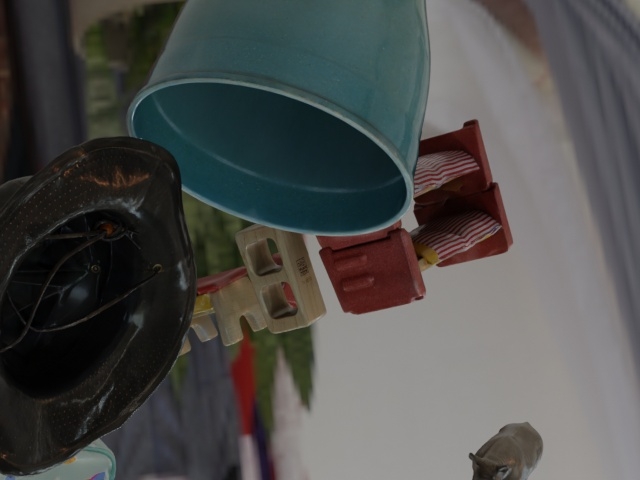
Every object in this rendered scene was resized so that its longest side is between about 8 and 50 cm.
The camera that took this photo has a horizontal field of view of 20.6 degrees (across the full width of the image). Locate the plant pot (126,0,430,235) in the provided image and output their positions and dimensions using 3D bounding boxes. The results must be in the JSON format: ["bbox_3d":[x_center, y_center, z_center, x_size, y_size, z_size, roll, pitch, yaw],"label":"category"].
[{"bbox_3d":[-0.015,-0.180,1.660,0.272,0.255,0.271,13,155,6],"label":"plant pot"}]

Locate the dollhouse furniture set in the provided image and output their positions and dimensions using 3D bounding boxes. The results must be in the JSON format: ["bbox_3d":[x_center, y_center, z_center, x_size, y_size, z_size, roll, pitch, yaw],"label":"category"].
[{"bbox_3d":[0.000,0.000,1.966,0.374,0.152,0.201,-15,-173,38],"label":"dollhouse furniture set"}]

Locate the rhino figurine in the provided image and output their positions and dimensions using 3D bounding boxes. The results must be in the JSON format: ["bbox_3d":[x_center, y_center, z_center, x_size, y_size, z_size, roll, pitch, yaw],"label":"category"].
[{"bbox_3d":[0.233,0.301,2.313,0.073,0.106,0.243,23,-167,18],"label":"rhino figurine"}]

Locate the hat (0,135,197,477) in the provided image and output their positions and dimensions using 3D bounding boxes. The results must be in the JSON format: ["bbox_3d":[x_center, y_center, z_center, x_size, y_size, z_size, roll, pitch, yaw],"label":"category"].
[{"bbox_3d":[-0.258,0.044,1.600,0.134,0.331,0.331,24,-177,31],"label":"hat"}]

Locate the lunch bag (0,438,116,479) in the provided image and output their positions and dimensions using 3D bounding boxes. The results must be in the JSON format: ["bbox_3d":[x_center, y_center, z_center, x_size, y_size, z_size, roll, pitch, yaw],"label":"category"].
[{"bbox_3d":[-0.361,0.275,1.868,0.279,0.224,0.108,4,-159,-40],"label":"lunch bag"}]
